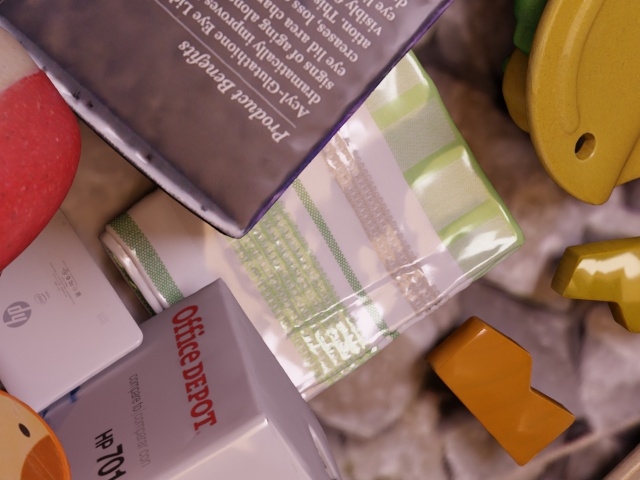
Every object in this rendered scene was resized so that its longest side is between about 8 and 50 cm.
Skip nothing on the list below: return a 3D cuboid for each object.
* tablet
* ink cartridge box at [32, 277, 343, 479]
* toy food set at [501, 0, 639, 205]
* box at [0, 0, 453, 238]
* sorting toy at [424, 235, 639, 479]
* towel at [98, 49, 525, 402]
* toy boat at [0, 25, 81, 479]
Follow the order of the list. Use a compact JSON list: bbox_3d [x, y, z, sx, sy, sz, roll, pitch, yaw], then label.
[{"bbox_3d":[-0.108,0.025,0.621,0.054,0.083,0.006,-34,144,-7],"label":"tablet"},{"bbox_3d":[-0.090,0.112,0.587,0.190,0.139,0.082,-32,110,1],"label":"ink cartridge box"},{"bbox_3d":[0.137,-0.124,0.669,0.128,0.071,0.218,26,94,-41],"label":"toy food set"},{"bbox_3d":[-0.005,-0.109,0.574,0.108,0.153,0.207,41,89,-4],"label":"box"},{"bbox_3d":[0.197,0.110,0.736,0.229,0.041,0.307,-42,107,0],"label":"sorting toy"},{"bbox_3d":[0.000,0.000,0.669,0.152,0.023,0.113,-34,107,-7],"label":"towel"},{"bbox_3d":[-0.133,0.038,0.498,0.151,0.231,0.151,-37,84,-29],"label":"toy boat"}]
